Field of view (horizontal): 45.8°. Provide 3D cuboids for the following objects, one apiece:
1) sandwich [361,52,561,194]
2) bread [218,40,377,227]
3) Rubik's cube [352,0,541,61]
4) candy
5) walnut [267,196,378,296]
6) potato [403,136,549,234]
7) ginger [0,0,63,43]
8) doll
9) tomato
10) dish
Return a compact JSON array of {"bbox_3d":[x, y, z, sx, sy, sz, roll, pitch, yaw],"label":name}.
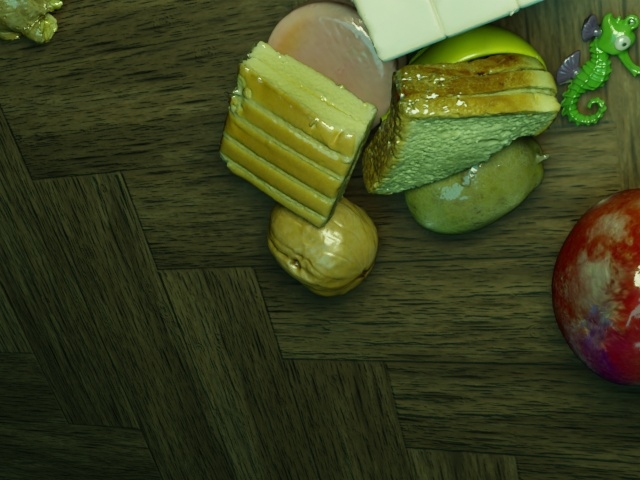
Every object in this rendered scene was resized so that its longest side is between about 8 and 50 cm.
[{"bbox_3d":[0.207,-0.168,1.164,0.254,0.099,0.288,-8,160,-13],"label":"sandwich"},{"bbox_3d":[-0.049,-0.179,1.273,0.246,0.111,0.239,31,141,7],"label":"bread"},{"bbox_3d":[0.175,-0.447,1.010,0.292,0.290,0.291,-19,110,22],"label":"Rubik's cube"},{"bbox_3d":[0.031,-0.297,1.297,0.256,0.094,0.255,10,123,17],"label":"candy"},{"bbox_3d":[0.000,0.000,1.436,0.222,0.195,0.195,31,127,13],"label":"walnut"},{"bbox_3d":[0.265,-0.105,1.285,0.251,0.174,0.159,-22,68,29],"label":"potato"},{"bbox_3d":[-0.589,-0.452,1.454,0.216,0.102,0.157,5,128,19],"label":"ginger"},{"bbox_3d":[0.434,-0.266,1.181,0.115,0.050,0.190,31,128,11],"label":"doll"},{"bbox_3d":[0.479,0.087,1.228,0.289,0.176,0.334,46,134,41],"label":"tomato"},{"bbox_3d":[0.219,-0.265,1.213,0.262,0.221,0.108,-31,63,42],"label":"dish"}]
